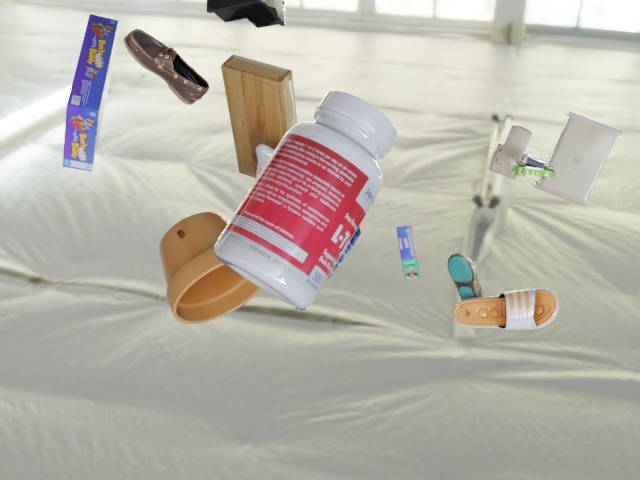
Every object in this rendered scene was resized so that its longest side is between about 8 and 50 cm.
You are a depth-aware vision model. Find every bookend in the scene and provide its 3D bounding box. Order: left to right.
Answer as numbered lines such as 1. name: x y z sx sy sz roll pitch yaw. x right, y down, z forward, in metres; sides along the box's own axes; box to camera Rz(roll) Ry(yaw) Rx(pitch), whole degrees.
1. bookend: -0.195 -0.620 2.072 0.156 0.072 0.157 -5 170 22

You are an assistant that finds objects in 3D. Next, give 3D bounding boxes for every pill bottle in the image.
1. pill bottle: -0.019 -0.087 1.579 0.229 0.229 0.408 24 -101 38

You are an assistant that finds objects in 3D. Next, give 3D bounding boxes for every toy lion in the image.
1. toy lion: 0.481 -0.156 1.767 0.100 0.034 0.096 9 -170 6

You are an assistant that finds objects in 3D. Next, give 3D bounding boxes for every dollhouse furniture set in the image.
1. dollhouse furniture set: 0.586 -0.246 2.010 0.286 0.198 0.303 21 -164 0

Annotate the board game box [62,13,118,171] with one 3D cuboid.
1. board game box: -0.608 -0.392 2.070 0.078 0.233 0.347 10 -127 -15

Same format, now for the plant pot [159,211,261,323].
1. plant pot: -0.307 0.061 2.119 0.291 0.291 0.203 -17 -120 -32

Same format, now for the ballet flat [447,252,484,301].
1. ballet flat: 0.378 0.094 2.024 0.073 0.206 0.067 5 -136 31

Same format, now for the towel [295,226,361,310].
1. towel: 0.000 0.000 2.070 0.040 0.336 0.243 14 -137 -24

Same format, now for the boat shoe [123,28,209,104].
1. boat shoe: -0.331 -0.389 1.708 0.073 0.207 0.073 -27 -149 46

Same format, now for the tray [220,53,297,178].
1. tray: -0.172 -0.346 2.356 0.203 0.411 0.076 20 -128 22

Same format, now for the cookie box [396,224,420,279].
1. cookie box: 0.208 0.029 1.852 0.040 0.107 0.092 -9 -118 7

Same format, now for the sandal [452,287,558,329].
1. sandal: 0.458 0.180 1.953 0.265 0.102 0.076 -9 173 20

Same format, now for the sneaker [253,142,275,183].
1. sneaker: -0.158 -0.181 2.337 0.115 0.232 0.090 -38 -135 -22
